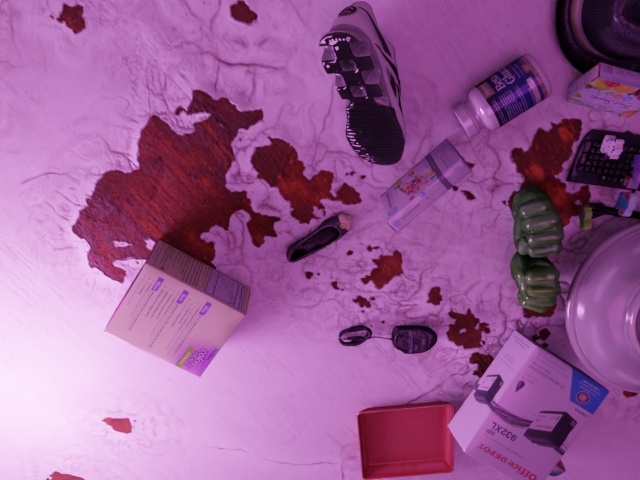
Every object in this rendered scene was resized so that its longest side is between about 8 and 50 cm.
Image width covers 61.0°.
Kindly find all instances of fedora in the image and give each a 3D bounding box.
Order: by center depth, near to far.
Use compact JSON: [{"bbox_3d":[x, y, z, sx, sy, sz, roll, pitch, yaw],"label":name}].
[{"bbox_3d":[0.597,-0.417,0.944,0.335,0.152,0.333,-1,117,-1],"label":"fedora"}]

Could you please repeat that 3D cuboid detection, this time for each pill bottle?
[{"bbox_3d":[0.344,-0.272,1.045,0.169,0.094,0.094,-32,113,14],"label":"pill bottle"}]

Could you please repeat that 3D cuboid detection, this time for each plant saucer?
[{"bbox_3d":[0.734,0.153,1.142,0.401,0.100,0.399,0,101,-1],"label":"plant saucer"},{"bbox_3d":[0.233,0.540,1.486,0.259,0.047,0.258,-6,118,1],"label":"plant saucer"}]

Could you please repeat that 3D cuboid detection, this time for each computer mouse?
[{"bbox_3d":[0.165,0.237,1.339,0.242,0.041,0.071,2,109,5],"label":"computer mouse"}]

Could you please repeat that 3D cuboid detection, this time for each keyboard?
[{"bbox_3d":[0.687,-0.123,1.167,0.318,0.033,0.201,6,117,-4],"label":"keyboard"}]

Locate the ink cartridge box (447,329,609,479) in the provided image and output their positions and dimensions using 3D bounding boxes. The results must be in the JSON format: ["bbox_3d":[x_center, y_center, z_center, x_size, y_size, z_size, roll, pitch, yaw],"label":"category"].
[{"bbox_3d":[0.499,0.413,1.324,0.223,0.129,0.307,32,96,-8],"label":"ink cartridge box"}]

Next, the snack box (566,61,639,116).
[{"bbox_3d":[0.565,-0.287,1.042,0.141,0.100,0.037,12,79,-7],"label":"snack box"}]

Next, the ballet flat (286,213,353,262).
[{"bbox_3d":[0.000,0.000,1.200,0.173,0.049,0.057,-33,114,15],"label":"ballet flat"}]

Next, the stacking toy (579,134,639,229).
[{"bbox_3d":[0.651,-0.111,1.127,0.167,0.052,0.221,4,117,-4],"label":"stacking toy"}]

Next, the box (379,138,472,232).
[{"bbox_3d":[0.206,-0.113,1.095,0.038,0.145,0.186,42,110,-17],"label":"box"}]

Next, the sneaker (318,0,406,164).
[{"bbox_3d":[0.105,-0.287,1.021,0.123,0.146,0.330,8,145,24],"label":"sneaker"}]

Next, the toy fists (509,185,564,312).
[{"bbox_3d":[0.462,0.025,1.174,0.096,0.142,0.279,-7,117,2],"label":"toy fists"}]

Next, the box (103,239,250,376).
[{"bbox_3d":[-0.320,0.156,1.235,0.243,0.117,0.213,30,112,-15],"label":"box"}]

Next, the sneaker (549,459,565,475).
[{"bbox_3d":[0.519,0.565,1.479,0.302,0.108,0.121,33,113,-8],"label":"sneaker"}]
